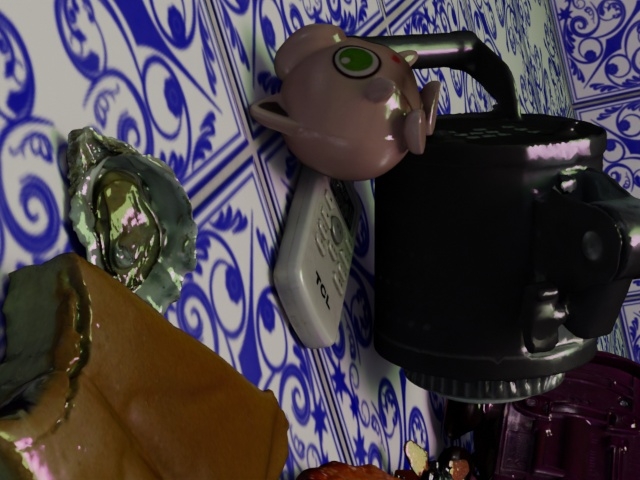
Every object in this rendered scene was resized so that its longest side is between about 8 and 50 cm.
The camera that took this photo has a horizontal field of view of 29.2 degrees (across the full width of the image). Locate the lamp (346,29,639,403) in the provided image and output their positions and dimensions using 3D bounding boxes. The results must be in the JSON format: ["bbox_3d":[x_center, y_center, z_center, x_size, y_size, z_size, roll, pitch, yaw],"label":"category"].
[{"bbox_3d":[0.141,0.004,1.105,0.374,0.205,0.272,47,-45,47],"label":"lamp"}]

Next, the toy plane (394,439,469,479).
[{"bbox_3d":[0.095,0.276,1.072,0.130,0.061,0.189,26,55,-38],"label":"toy plane"}]

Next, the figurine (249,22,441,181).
[{"bbox_3d":[0.022,-0.108,0.970,0.125,0.138,0.125,14,90,-79],"label":"figurine"}]

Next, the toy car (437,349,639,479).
[{"bbox_3d":[0.247,0.283,1.275,0.341,0.271,0.240,-67,164,-50],"label":"toy car"}]

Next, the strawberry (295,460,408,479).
[{"bbox_3d":[0.039,0.232,0.852,0.236,0.175,0.107,11,101,-35],"label":"strawberry"}]

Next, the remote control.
[{"bbox_3d":[0.000,0.000,0.999,0.190,0.029,0.087,-76,149,-50],"label":"remote control"}]

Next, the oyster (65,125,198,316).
[{"bbox_3d":[-0.113,-0.002,0.690,0.098,0.037,0.100,23,77,-46],"label":"oyster"}]

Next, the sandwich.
[{"bbox_3d":[-0.092,0.094,0.636,0.245,0.063,0.212,-67,141,-60],"label":"sandwich"}]
